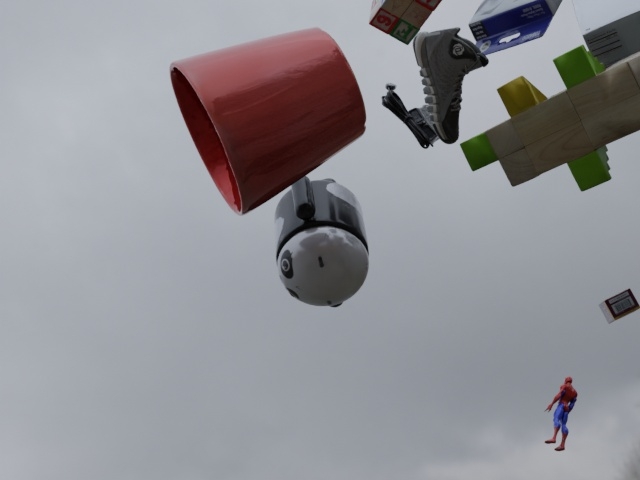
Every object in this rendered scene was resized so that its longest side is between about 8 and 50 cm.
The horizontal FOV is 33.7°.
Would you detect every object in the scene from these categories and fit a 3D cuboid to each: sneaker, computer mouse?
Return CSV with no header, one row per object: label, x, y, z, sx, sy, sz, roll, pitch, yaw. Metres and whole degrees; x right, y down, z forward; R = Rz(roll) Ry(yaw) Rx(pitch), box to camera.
sneaker,0.268,-0.304,2.052,0.132,0.228,0.086,-12,15,22
computer mouse,0.213,-0.294,2.493,0.060,0.184,0.262,-39,-1,22

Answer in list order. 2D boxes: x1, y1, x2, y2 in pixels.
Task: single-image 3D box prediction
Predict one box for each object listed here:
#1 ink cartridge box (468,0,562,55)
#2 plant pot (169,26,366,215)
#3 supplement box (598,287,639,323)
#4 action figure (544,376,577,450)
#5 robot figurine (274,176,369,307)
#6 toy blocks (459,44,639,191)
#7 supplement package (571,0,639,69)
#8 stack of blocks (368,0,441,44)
ink cartridge box,0.391,-0.468,2.065,0.045,0.224,0.223,40,-24,-24
plant pot,-0.076,-0.206,1.691,0.243,0.274,0.275,-25,-20,-12
supplement box,0.553,0.121,1.959,0.055,0.043,0.083,-27,-12,2
action figure,0.355,0.251,1.559,0.038,0.115,0.030,35,-31,-21
robot figurine,-0.003,-0.001,1.956,0.209,0.278,0.173,29,-61,-23
toy blocks,0.437,-0.209,1.602,0.381,0.190,0.261,-25,3,38
supplement package,0.654,-0.438,2.279,0.149,0.194,0.203,-21,-54,20
stack of blocks,0.181,-0.524,1.984,0.087,0.297,0.171,26,-50,-15
